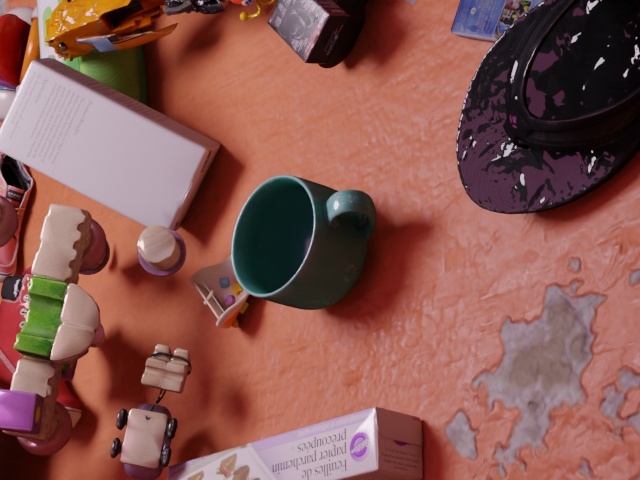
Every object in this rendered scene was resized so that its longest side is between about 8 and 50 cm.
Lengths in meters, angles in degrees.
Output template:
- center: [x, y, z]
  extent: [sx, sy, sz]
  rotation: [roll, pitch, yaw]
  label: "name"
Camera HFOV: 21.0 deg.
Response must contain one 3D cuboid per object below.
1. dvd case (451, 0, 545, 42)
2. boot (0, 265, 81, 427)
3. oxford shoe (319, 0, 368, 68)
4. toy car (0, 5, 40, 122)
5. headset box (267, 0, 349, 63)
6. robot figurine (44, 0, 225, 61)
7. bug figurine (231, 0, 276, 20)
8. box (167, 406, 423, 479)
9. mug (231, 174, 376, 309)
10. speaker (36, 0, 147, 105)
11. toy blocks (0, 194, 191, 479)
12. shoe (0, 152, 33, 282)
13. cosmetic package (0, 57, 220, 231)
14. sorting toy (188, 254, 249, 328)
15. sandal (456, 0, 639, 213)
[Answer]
- center: [0.238, -0.265, 1.628]
  extent: [0.253, 0.022, 0.180]
  rotation: [18, 90, 51]
  label: "dvd case"
- center: [-0.347, 0.125, 2.126]
  extent: [0.244, 0.088, 0.176]
  rotation: [22, 92, 54]
  label: "boot"
- center: [0.029, -0.292, 1.829]
  extent: [0.076, 0.076, 0.212]
  rotation: [42, 110, 31]
  label: "oxford shoe"
- center: [-0.401, -0.243, 2.277]
  extent: [0.182, 0.136, 0.159]
  rotation: [-3, 75, 49]
  label: "toy car"
- center: [-0.011, -0.228, 1.803]
  extent: [0.083, 0.032, 0.062]
  rotation: [47, 124, 31]
  label: "headset box"
- center: [-0.190, -0.324, 2.031]
  extent: [0.291, 0.085, 0.211]
  rotation: [-18, 60, 12]
  label: "robot figurine"
- center: [-0.005, -0.364, 1.865]
  extent: [0.279, 0.072, 0.216]
  rotation: [-34, 24, 39]
  label: "bug figurine"
- center: [-0.033, 0.233, 1.732]
  extent: [0.324, 0.067, 0.063]
  rotation: [-22, 61, 44]
  label: "box"
- center: [-0.005, 0.008, 1.754]
  extent: [0.157, 0.097, 0.129]
  rotation: [14, 87, 50]
  label: "mug"
- center: [-0.286, -0.231, 2.145]
  extent: [0.131, 0.131, 0.297]
  rotation: [-33, 54, 38]
  label: "speaker"
- center: [-0.280, 0.111, 1.959]
  extent: [0.260, 0.309, 0.289]
  rotation: [80, -158, -77]
  label: "toy blocks"
- center: [-0.420, -0.034, 2.281]
  extent: [0.081, 0.063, 0.178]
  rotation: [-47, 41, 35]
  label: "shoe"
- center: [-0.245, -0.109, 1.985]
  extent: [0.117, 0.231, 0.085]
  rotation: [-62, -2, 12]
  label: "cosmetic package"
- center: [-0.094, 0.048, 1.892]
  extent: [0.075, 0.045, 0.083]
  rotation: [-52, 43, 13]
  label: "sorting toy"
- center: [0.261, -0.174, 1.469]
  extent: [0.445, 0.107, 0.168]
  rotation: [-38, 70, 35]
  label: "sandal"
